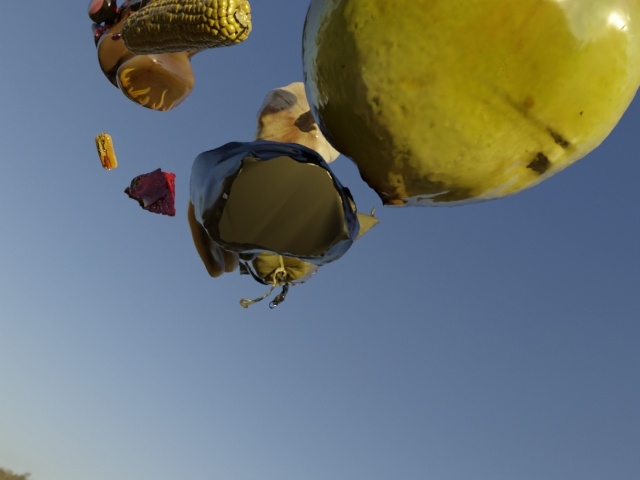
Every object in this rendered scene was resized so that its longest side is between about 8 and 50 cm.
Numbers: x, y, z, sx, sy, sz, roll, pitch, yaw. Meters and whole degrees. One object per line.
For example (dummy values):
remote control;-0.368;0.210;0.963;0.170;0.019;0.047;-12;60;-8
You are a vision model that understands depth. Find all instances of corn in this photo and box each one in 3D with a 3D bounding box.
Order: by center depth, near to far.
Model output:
corn;-0.236;-0.387;1.049;0.311;0.101;0.101;8;-43;36

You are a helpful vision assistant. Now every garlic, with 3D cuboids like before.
garlic;-0.030;-0.288;1.489;0.245;0.245;0.253;46;-20;-16

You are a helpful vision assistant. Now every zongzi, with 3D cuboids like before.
zongzi;0.000;0.000;1.304;0.447;0.419;0.181;-149;-129;-73

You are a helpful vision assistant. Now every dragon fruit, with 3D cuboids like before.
dragon fruit;-0.322;-0.104;1.129;0.097;0.063;0.131;46;12;22

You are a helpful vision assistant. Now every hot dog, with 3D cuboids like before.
hot dog;-0.468;-0.194;1.289;0.037;0.021;0.083;-11;-66;-3

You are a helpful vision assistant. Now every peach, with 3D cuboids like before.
peach;0.131;-0.198;0.567;0.282;0.314;0.315;28;-65;-30

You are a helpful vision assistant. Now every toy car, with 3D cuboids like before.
toy car;-0.359;-0.465;1.362;0.341;0.240;0.271;-39;-32;18

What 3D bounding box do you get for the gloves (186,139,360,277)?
gloves;-0.050;-0.031;0.655;0.197;0.152;0.301;10;-15;-15
